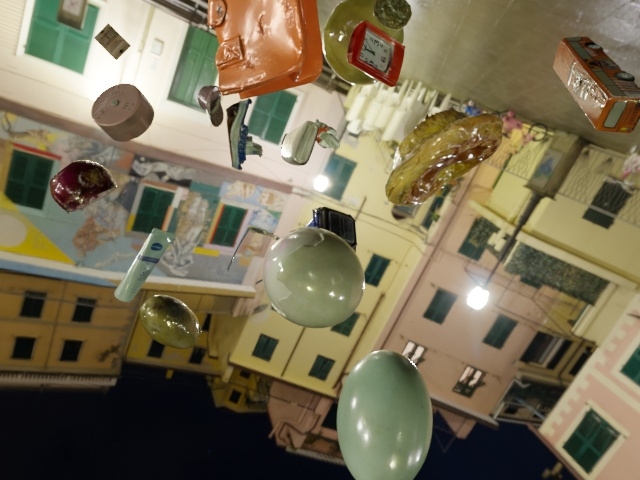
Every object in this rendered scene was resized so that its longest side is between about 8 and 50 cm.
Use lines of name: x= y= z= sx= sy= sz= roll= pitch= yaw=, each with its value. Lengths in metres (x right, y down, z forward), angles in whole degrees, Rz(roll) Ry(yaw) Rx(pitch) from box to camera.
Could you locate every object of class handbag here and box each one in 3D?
handbag: x=-0.156 y=-0.592 z=1.090 sx=0.303 sy=0.411 sz=0.116 roll=-2 pitch=-171 yaw=30

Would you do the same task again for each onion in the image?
onion: x=-0.786 y=-0.165 z=1.401 sx=0.140 sy=0.218 sz=0.195 roll=53 pitch=-145 yaw=-20

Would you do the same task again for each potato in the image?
potato: x=-0.524 y=0.296 z=1.536 sx=0.174 sy=0.159 sz=0.251 roll=20 pitch=157 yaw=48

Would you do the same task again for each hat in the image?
hat: x=-0.222 y=-0.267 z=0.858 sx=0.042 sy=0.087 sz=0.058 roll=-2 pitch=170 yaw=12

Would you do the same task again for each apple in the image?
apple: x=0.146 y=-0.701 z=1.522 sx=0.254 sy=0.292 sz=0.292 roll=31 pitch=-163 yaw=11

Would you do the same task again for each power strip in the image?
power strip: x=-0.547 y=-0.357 z=1.202 sx=0.154 sy=0.154 sz=0.078 roll=31 pitch=167 yaw=23

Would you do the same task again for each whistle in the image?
whistle: x=0.023 y=-0.504 z=2.095 sx=0.253 sy=0.105 sz=0.102 roll=50 pitch=178 yaw=43

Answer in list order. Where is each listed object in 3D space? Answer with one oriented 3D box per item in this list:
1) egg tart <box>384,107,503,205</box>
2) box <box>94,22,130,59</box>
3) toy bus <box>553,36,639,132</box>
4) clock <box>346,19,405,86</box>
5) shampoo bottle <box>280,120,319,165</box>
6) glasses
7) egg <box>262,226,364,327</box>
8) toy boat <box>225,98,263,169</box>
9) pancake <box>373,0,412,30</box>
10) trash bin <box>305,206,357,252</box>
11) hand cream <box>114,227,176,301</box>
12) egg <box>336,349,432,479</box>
egg tart: x=0.380 y=-0.286 z=1.425 sx=0.443 sy=0.443 sz=0.178 roll=-2 pitch=-121 yaw=-56
box: x=-0.513 y=-0.490 z=1.069 sx=0.083 sy=0.053 sz=0.024 roll=44 pitch=180 yaw=16
toy bus: x=0.662 y=-0.391 z=1.047 sx=0.092 sy=0.093 sz=0.409 roll=4 pitch=-139 yaw=8
clock: x=0.143 y=-0.487 z=1.142 sx=0.155 sy=0.113 sz=0.061 roll=15 pitch=178 yaw=-36
shampoo bottle: x=-0.096 y=-0.351 z=1.579 sx=0.071 sy=0.153 sz=0.284 roll=17 pitch=-175 yaw=-24
glasses: x=-0.224 y=0.045 z=1.576 sx=0.189 sy=0.088 sz=0.221 roll=27 pitch=-129 yaw=6
egg: x=-0.026 y=0.098 z=1.217 sx=0.278 sy=0.278 sz=0.336 roll=36 pitch=173 yaw=37
toy boat: x=-0.258 y=-0.357 z=1.486 sx=0.115 sy=0.262 sz=0.114 roll=-7 pitch=-139 yaw=-11
pancake: x=0.195 y=-0.618 z=1.171 sx=0.108 sy=0.108 sz=0.017 roll=22 pitch=-178 yaw=-5
trash bin: x=0.000 y=0.000 z=1.541 sx=0.184 sy=0.234 sz=0.163 roll=17 pitch=-124 yaw=-28
hand cream: x=-0.671 y=0.094 z=1.636 sx=0.067 sy=0.321 sz=0.109 roll=38 pitch=-173 yaw=30
egg: x=0.185 y=0.518 z=1.265 sx=0.275 sy=0.389 sz=0.276 roll=5 pitch=158 yaw=2
